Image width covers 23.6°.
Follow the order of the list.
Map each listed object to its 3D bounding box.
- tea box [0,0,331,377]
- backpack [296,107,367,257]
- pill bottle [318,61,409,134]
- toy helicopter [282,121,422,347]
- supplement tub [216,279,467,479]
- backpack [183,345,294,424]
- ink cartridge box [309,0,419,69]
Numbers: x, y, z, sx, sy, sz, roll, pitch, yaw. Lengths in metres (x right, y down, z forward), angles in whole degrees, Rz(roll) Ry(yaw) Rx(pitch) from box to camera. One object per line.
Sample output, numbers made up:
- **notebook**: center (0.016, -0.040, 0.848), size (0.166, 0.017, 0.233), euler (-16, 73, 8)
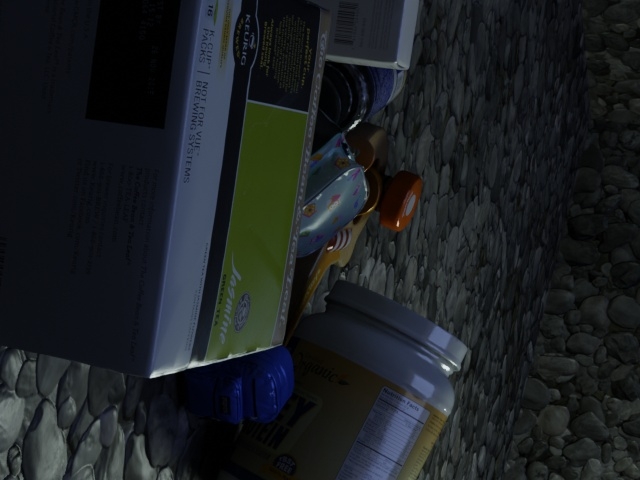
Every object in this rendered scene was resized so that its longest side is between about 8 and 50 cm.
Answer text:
- **tea box**: center (-0.156, -0.072, 1.340), size (0.323, 0.220, 0.329), euler (0, 98, -71)
- **backpack**: center (-0.029, -0.067, 1.828), size (0.166, 0.144, 0.188), euler (-43, 167, -3)
- **pill bottle**: center (0.024, -0.204, 1.986), size (0.219, 0.122, 0.123), euler (-41, 137, -60)
- **toy helicopter**: center (0.000, 0.000, 2.022), size (0.355, 0.140, 0.235), euler (-62, 164, -15)
- **supplement tub**: center (0.031, 0.232, 1.954), size (0.316, 0.228, 0.228), euler (-62, 159, -8)
- **backpack**: center (-0.096, 0.169, 1.807), size (0.101, 0.120, 0.098), euler (-59, 153, -50)
- **ink cartridge box**: center (-0.001, -0.283, 1.719), size (0.092, 0.218, 0.159), euler (-1, 100, -78)
